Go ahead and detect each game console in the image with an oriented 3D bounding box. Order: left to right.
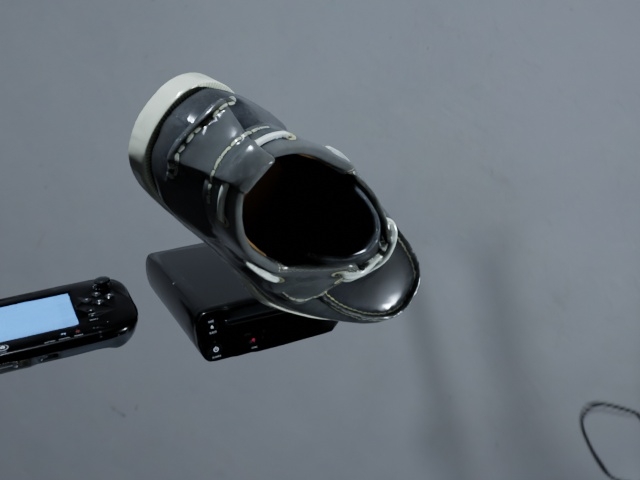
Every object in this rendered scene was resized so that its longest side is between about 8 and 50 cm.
[{"bbox_3d":[-0.160,0.057,0.697,0.361,0.213,0.044,-13,104,-18],"label":"game console"}]

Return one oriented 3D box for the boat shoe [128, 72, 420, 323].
[{"bbox_3d":[0.000,0.000,0.473,0.079,0.233,0.084,24,82,35],"label":"boat shoe"}]
